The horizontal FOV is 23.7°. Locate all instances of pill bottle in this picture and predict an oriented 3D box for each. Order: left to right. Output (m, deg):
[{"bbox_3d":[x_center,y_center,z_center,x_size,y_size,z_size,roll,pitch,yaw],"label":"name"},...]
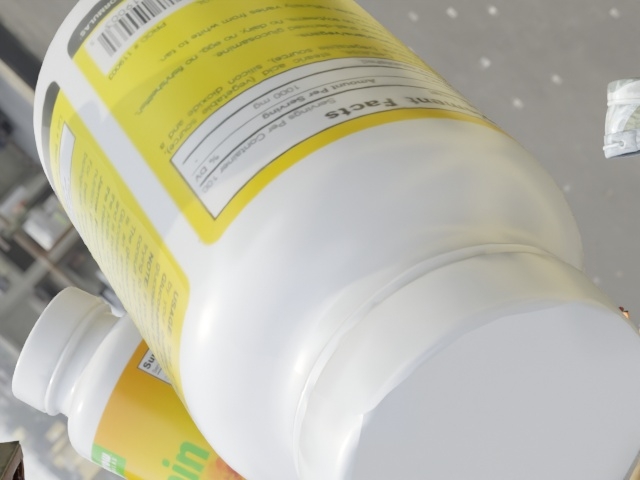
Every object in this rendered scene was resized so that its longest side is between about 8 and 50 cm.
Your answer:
[{"bbox_3d":[-0.114,0.134,1.216,0.246,0.136,0.136,26,165,8],"label":"pill bottle"},{"bbox_3d":[0.000,0.000,0.705,0.188,0.188,0.334,52,179,-41],"label":"pill bottle"}]

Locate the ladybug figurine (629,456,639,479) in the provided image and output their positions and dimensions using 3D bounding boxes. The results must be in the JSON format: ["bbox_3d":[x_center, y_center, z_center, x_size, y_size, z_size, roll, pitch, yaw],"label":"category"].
[{"bbox_3d":[0.304,0.160,1.001,0.162,0.449,0.305,29,124,9],"label":"ladybug figurine"}]

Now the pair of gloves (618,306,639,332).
[{"bbox_3d":[0.371,0.124,1.807,0.083,0.010,0.074,-141,44,-64],"label":"pair of gloves"}]

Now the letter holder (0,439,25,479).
[{"bbox_3d":[-0.435,0.325,1.452,0.152,0.302,0.214,-110,16,-81],"label":"letter holder"}]

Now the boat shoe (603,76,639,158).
[{"bbox_3d":[0.507,-0.137,1.859,0.320,0.103,0.118,6,179,10],"label":"boat shoe"}]
